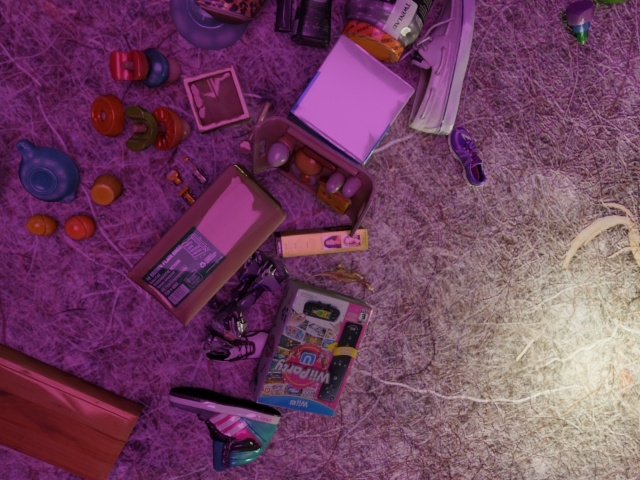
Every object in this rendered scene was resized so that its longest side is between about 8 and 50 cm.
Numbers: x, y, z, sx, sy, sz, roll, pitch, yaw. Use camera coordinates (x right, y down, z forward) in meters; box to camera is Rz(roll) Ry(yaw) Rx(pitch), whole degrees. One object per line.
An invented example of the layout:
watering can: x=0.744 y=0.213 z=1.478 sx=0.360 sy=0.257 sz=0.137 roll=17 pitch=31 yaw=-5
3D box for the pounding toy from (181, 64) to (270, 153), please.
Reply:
pounding toy: x=-0.211 y=-0.307 z=1.296 sx=0.180 sy=0.094 sz=0.206 roll=-18 pitch=99 yaw=-5

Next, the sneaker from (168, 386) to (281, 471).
sneaker: x=-0.266 y=0.494 z=1.380 sx=0.295 sy=0.124 sz=0.179 roll=18 pitch=85 yaw=-11

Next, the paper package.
paper package: x=-0.245 y=-0.010 z=1.220 sx=0.168 sy=0.309 sz=0.325 roll=44 pitch=91 yaw=-10

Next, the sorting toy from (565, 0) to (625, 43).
sorting toy: x=0.817 y=-0.635 z=1.411 sx=0.365 sy=0.127 sz=0.126 roll=-31 pitch=130 yaw=0

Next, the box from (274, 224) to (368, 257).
box: x=0.000 y=0.000 z=1.369 sx=0.232 sy=0.087 sz=0.058 roll=-6 pitch=100 yaw=-8

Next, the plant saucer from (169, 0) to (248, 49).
plant saucer: x=-0.266 y=-0.563 z=1.286 sx=0.194 sy=0.037 sz=0.195 roll=-1 pitch=96 yaw=-7

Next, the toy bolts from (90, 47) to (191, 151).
toy bolts: x=-0.415 y=-0.337 z=1.271 sx=0.218 sy=0.158 sz=0.229 roll=16 pitch=109 yaw=31

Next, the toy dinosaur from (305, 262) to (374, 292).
toy dinosaur: x=0.051 y=0.090 z=1.382 sx=0.183 sy=0.092 sz=0.053 roll=12 pitch=95 yaw=-9

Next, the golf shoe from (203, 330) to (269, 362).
golf shoe: x=-0.205 y=0.282 z=1.372 sx=0.198 sy=0.094 sz=0.077 roll=-6 pitch=97 yaw=-9

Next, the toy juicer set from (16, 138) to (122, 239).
toy juicer set: x=-0.662 y=-0.122 z=1.268 sx=0.328 sy=0.089 sz=0.209 roll=28 pitch=106 yaw=-18

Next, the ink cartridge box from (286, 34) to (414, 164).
ink cartridge box: x=0.053 y=-0.306 z=1.244 sx=0.197 sy=0.270 sz=0.198 roll=34 pitch=91 yaw=-9

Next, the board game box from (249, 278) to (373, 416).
board game box: x=-0.024 y=0.277 z=1.370 sx=0.223 sy=0.097 sz=0.304 roll=18 pitch=96 yaw=-23

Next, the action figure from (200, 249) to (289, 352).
action figure: x=-0.209 y=0.157 z=1.326 sx=0.285 sy=0.185 sz=0.099 roll=-55 pitch=132 yaw=-13

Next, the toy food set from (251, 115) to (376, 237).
toy food set: x=-0.026 y=-0.135 z=1.243 sx=0.306 sy=0.220 sz=0.092 roll=35 pitch=67 yaw=6

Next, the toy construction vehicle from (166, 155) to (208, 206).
toy construction vehicle: x=-0.327 y=-0.149 z=1.335 sx=0.086 sy=0.035 sz=0.098 roll=-43 pitch=98 yaw=10

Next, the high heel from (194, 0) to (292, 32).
high heel: x=-0.171 y=-0.598 z=1.235 sx=0.261 sy=0.093 sz=0.187 roll=-5 pitch=105 yaw=-39

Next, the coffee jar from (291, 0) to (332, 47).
coffee jar: x=-0.014 y=-0.572 z=1.297 sx=0.096 sy=0.079 sz=0.185 roll=6 pitch=97 yaw=-15

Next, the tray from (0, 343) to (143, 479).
tray: x=-0.682 y=0.432 z=1.335 sx=0.410 sy=0.076 sz=0.203 roll=28 pitch=92 yaw=-9

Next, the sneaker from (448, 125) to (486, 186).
sneaker: x=0.395 y=-0.222 z=1.402 sx=0.068 sy=0.071 sz=0.170 roll=-29 pitch=99 yaw=-3

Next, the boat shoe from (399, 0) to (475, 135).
boat shoe: x=0.275 y=-0.457 z=1.336 sx=0.156 sy=0.136 sz=0.368 roll=7 pitch=106 yaw=-5

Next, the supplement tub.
supplement tub: x=0.180 y=-0.602 z=1.263 sx=0.193 sy=0.193 sz=0.316 roll=22 pitch=93 yaw=-10
